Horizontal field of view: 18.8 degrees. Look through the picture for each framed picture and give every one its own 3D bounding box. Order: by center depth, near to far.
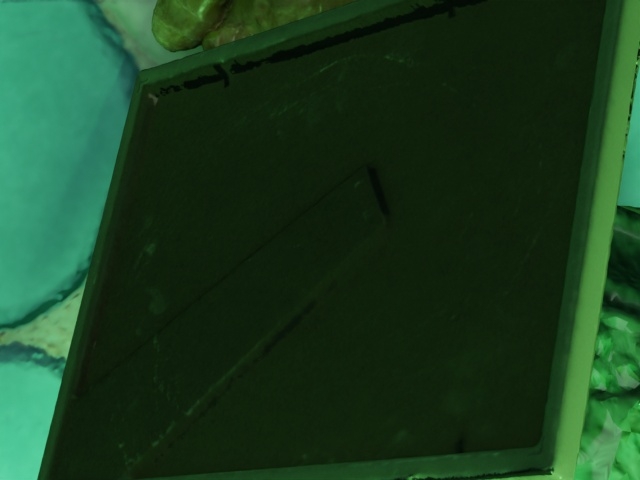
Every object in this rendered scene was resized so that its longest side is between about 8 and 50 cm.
[{"bbox_3d":[0.000,0.000,0.872,0.022,0.335,0.247,28,63,-36],"label":"framed picture"}]

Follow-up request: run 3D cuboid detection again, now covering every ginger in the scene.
[{"bbox_3d":[0.000,-0.172,1.010,0.115,0.081,0.205,32,94,38],"label":"ginger"}]

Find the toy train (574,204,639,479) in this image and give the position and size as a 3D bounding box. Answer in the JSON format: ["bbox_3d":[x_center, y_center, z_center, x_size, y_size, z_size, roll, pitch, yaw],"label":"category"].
[{"bbox_3d":[0.106,0.119,0.888,0.167,0.238,0.299,21,83,9],"label":"toy train"}]
